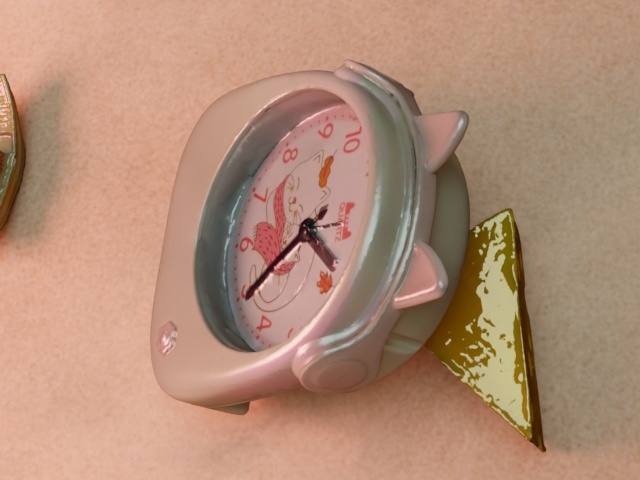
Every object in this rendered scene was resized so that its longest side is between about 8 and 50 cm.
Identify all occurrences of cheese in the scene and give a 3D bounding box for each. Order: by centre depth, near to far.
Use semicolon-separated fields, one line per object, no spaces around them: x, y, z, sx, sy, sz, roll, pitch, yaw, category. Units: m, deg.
0.138;0.086;1.076;0.126;0.093;0.171;-27;69;5;cheese

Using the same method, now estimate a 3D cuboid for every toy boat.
-0.312;-0.069;1.246;0.065;0.066;0.172;3;74;17;toy boat

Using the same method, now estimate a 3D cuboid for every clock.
0.000;0.000;1.046;0.324;0.108;0.265;-10;65;49;clock
